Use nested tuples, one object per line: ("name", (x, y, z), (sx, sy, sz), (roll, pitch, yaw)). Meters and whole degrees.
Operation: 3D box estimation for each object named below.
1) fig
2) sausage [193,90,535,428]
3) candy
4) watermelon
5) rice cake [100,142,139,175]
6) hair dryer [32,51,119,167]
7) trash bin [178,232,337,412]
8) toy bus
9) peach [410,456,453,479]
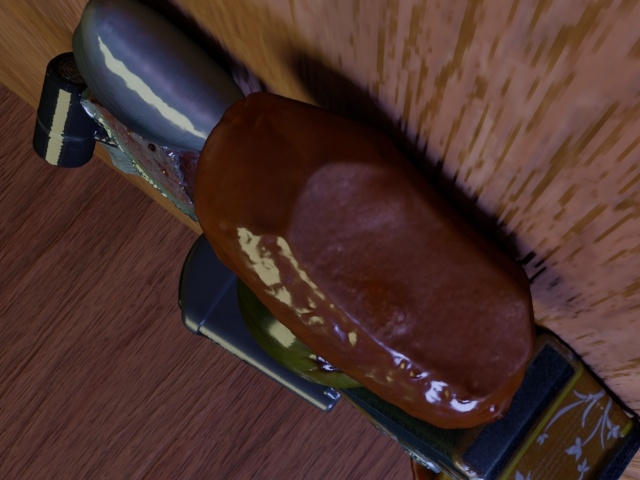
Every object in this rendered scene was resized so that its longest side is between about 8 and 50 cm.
("fig", (0.000, 0.000, 0.746), (0.151, 0.151, 0.259), (44, -159, -37))
("sausage", (0.030, 0.017, 0.530), (0.258, 0.133, 0.133), (40, 173, -24))
("candy", (-0.121, -0.115, 0.647), (0.138, 0.071, 0.174), (41, 173, -18))
("watermelon", (-0.165, -0.110, 0.940), (0.187, 0.071, 0.139), (48, 163, -14))
("rice cake", (-0.286, -0.161, 1.206), (0.066, 0.063, 0.336), (27, 170, 8))
("hair dryer", (-0.218, -0.126, 1.027), (0.219, 0.071, 0.124), (20, 133, -12))
("trash bin", (-0.045, 0.069, 1.016), (0.236, 0.176, 0.101), (35, 172, 4))
("toy bus", (0.116, 0.132, 0.775), (0.167, 0.138, 0.275), (44, 169, -28))
("peach", (0.218, 0.301, 1.197), (0.197, 0.197, 0.197), (37, 173, 6))
